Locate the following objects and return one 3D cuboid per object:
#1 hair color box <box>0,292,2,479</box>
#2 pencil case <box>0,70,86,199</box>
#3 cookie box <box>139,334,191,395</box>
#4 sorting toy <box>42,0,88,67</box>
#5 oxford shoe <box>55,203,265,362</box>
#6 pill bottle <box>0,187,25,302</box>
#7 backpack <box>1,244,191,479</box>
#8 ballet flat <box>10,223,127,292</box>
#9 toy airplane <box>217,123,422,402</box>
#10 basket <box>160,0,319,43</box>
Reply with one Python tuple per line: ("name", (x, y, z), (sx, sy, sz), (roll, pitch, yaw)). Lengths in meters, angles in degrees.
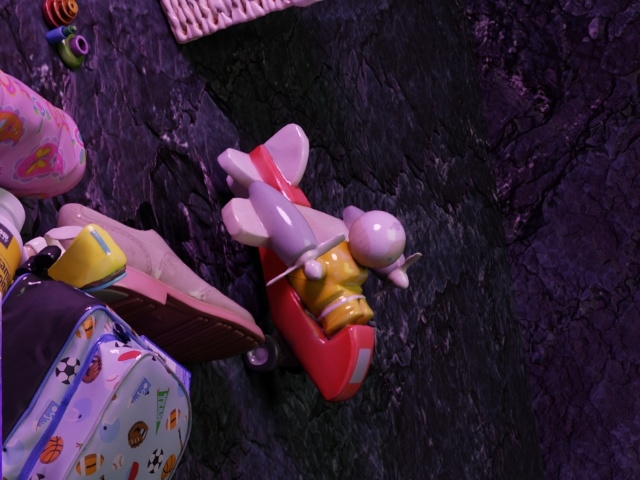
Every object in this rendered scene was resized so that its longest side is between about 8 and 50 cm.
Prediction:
("hair color box", (-0.370, 0.204, 1.173), (0.110, 0.185, 0.339), (29, 38, -42))
("pencil case", (-0.355, -0.124, 1.490), (0.284, 0.124, 0.124), (40, 37, -76))
("cookie box", (-0.228, 0.170, 1.690), (0.107, 0.091, 0.040), (46, 33, -45))
("sorting toy", (-0.334, -0.282, 1.811), (0.102, 0.042, 0.061), (66, 25, -16))
("oxford shoe", (-0.199, 0.059, 1.773), (0.397, 0.140, 0.147), (36, 37, -57))
("pill bottle", (-0.378, 0.026, 1.448), (0.103, 0.103, 0.184), (56, 30, -33))
("backpack", (-0.255, 0.189, 1.403), (0.277, 0.213, 0.263), (-57, 158, -12))
("ballet flat", (-0.291, 0.028, 1.501), (0.077, 0.231, 0.077), (-36, 102, -38))
("toy airplane", (0.000, 0.000, 2.063), (0.384, 0.272, 0.386), (59, 29, -28))
("basket", (-0.114, -0.514, 2.155), (0.331, 0.266, 0.328), (67, 25, -11))
